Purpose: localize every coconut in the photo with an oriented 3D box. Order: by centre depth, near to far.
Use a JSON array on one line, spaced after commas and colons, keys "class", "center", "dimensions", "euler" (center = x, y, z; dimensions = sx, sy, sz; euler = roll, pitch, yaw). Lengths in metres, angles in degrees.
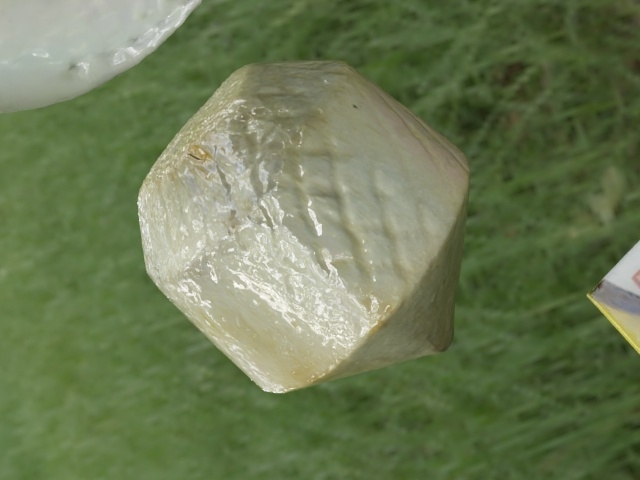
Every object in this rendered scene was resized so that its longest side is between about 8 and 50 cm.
[{"class": "coconut", "center": [0.000, 0.000, 1.685], "dimensions": [0.329, 0.329, 0.329], "euler": [161, 90, -74]}]

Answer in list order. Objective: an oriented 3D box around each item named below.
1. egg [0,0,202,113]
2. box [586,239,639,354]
[{"class": "egg", "center": [-0.256, -0.300, 1.267], "dimensions": [0.340, 0.354, 0.354], "euler": [46, 151, 53]}, {"class": "box", "center": [0.310, 0.005, 1.084], "dimensions": [0.097, 0.265, 0.168], "euler": [24, -156, -54]}]
